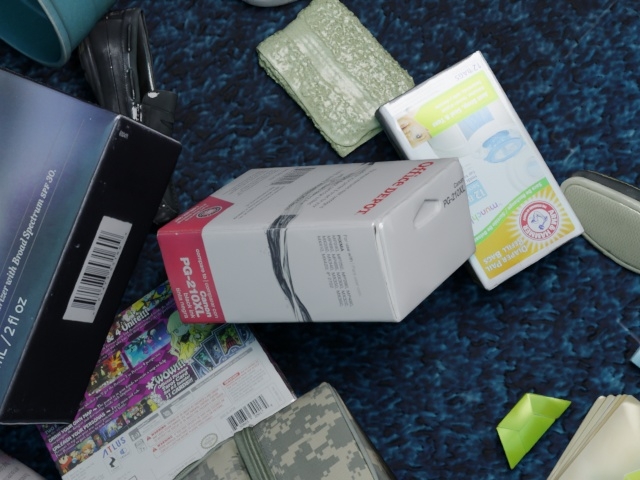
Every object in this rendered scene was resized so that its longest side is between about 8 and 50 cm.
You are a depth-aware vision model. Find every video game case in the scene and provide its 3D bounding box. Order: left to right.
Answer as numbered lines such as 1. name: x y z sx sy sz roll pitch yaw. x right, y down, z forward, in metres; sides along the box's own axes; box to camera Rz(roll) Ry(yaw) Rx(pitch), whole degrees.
1. video game case: -0.156 0.153 1.531 0.232 0.042 0.210 -36 52 -1

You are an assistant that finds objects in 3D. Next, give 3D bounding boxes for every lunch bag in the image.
1. lunch bag: -0.020 0.313 1.433 0.256 0.212 0.305 -33 129 -1

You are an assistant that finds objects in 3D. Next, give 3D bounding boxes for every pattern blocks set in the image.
1. pattern blocks set: 0.294 0.260 1.562 0.325 0.026 0.285 -42 86 -1

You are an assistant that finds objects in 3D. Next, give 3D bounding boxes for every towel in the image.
1. towel: 0.017 -0.169 1.605 0.110 0.027 0.148 -40 85 -2

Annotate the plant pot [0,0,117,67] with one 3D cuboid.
1. plant pot: -0.251 -0.349 1.524 0.271 0.271 0.255 43 75 5

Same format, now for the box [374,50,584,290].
1. box: 0.152 -0.067 1.543 0.114 0.103 0.203 -30 92 0

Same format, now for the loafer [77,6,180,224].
1. loafer: -0.178 -0.126 1.585 0.078 0.076 0.223 -20 82 10

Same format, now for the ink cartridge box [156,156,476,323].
1. ink cartridge box: 0.000 0.000 1.466 0.237 0.172 0.100 -2 111 33

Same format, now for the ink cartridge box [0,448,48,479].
1. ink cartridge box: -0.377 0.283 1.490 0.270 0.198 0.197 33 91 -1

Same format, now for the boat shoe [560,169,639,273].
1. boat shoe: 0.346 -0.009 1.566 0.233 0.084 0.079 26 49 11

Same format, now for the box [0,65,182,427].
1. box: -0.335 -0.017 1.482 0.294 0.183 0.296 21 89 16

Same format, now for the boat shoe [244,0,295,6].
1. boat shoe: 0.040 -0.359 1.571 0.335 0.119 0.121 -37 85 -1
